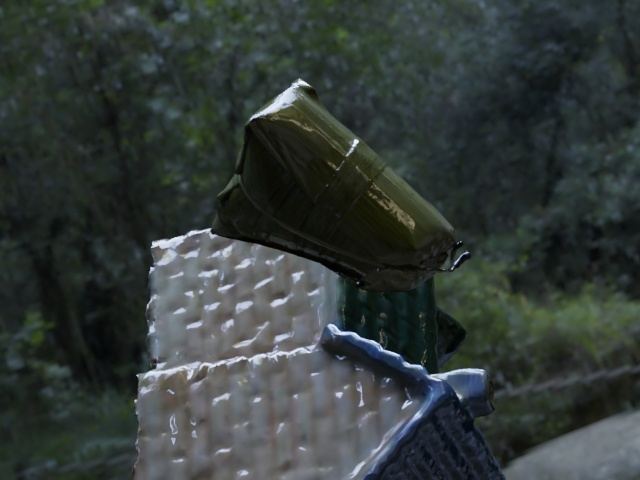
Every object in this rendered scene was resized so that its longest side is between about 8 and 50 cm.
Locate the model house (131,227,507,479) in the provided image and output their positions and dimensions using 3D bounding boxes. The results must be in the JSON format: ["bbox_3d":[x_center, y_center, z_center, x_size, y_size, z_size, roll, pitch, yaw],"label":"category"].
[{"bbox_3d":[0.030,0.198,1.777,0.400,0.445,0.395,-15,-35,15],"label":"model house"}]

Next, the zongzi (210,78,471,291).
[{"bbox_3d":[0.003,0.001,1.244,0.094,0.205,0.204,-42,-10,-41],"label":"zongzi"}]
